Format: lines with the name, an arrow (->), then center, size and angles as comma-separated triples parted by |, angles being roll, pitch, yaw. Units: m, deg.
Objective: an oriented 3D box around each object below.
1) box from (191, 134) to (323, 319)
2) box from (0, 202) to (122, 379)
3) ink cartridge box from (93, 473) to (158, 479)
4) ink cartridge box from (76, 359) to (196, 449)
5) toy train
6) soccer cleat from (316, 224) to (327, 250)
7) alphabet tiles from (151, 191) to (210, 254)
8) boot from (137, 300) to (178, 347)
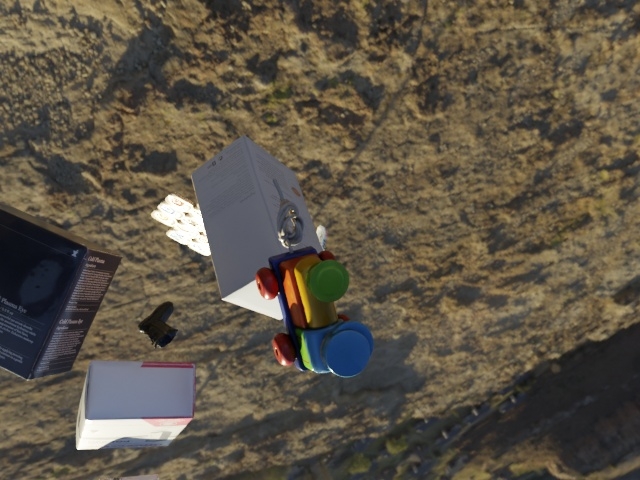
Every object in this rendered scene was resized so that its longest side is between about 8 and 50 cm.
box -> -0.132, -0.026, 1.261 | 0.168, 0.345, 0.215 | -32, 147, 18
box -> -0.705, 0.104, 1.299 | 0.179, 0.343, 0.312 | 49, 65, -82
ink cartridge box -> -0.424, 0.564, 1.130 | 0.191, 0.139, 0.082 | 13, 133, -42
ink cartridge box -> -0.304, 0.271, 0.901 | 0.159, 0.092, 0.218 | 7, 150, -23
toy train -> -0.013, 0.039, 0.665 | 0.105, 0.248, 0.143 | -15, -177, -20
soccer cleat -> 0.000, 0.000, 1.409 | 0.035, 0.029, 0.083 | -57, 158, -49
alphabet tiles -> -0.311, -0.035, 1.517 | 0.278, 0.021, 0.284 | 30, 147, -23
boot -> -0.420, 0.226, 1.493 | 0.121, 0.099, 0.045 | -42, 140, -30
